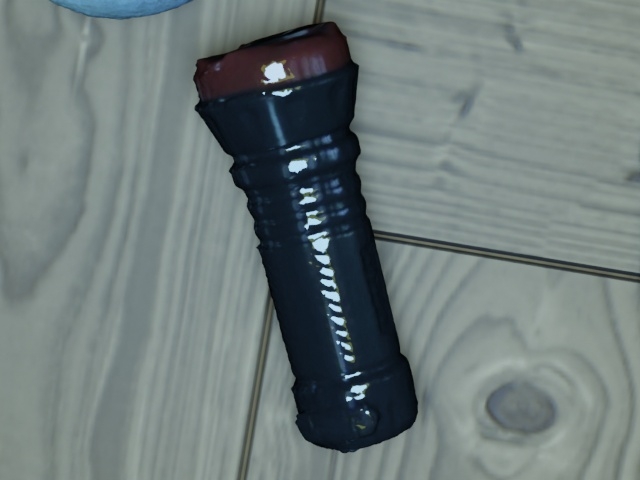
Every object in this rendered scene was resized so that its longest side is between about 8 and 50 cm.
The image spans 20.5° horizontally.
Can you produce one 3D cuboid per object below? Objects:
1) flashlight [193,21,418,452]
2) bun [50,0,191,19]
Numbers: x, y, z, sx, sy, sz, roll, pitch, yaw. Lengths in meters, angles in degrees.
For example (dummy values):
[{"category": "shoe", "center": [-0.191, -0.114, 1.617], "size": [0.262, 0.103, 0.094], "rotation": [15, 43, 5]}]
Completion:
[{"category": "flashlight", "center": [0.000, 0.000, 0.981], "size": [0.093, 0.093, 0.232], "rotation": [-15, 101, 1]}, {"category": "bun", "center": [-0.113, -0.183, 0.953], "size": [0.141, 0.083, 0.140], "rotation": [7, 76, -29]}]
